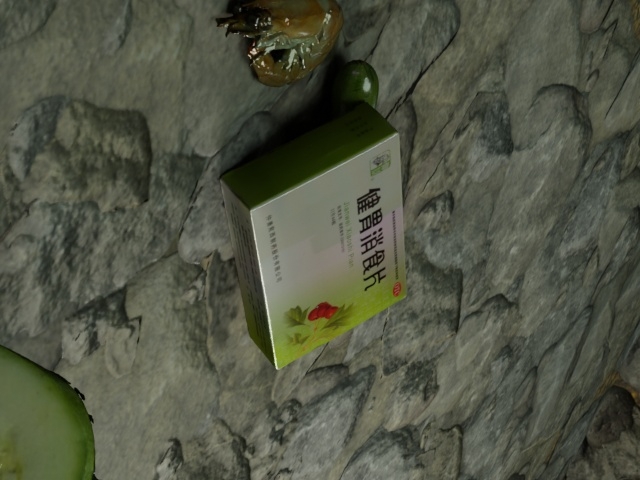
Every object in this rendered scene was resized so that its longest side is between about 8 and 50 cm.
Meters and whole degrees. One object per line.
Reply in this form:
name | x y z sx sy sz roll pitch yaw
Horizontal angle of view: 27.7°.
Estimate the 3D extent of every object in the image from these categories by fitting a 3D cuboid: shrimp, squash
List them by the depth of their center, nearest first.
squash | -0.293 0.145 0.898 0.189 0.189 0.260 -58 154 -5
shrimp | -0.040 -0.186 1.187 0.099 0.041 0.180 -55 157 22
squash | 0.035 -0.114 1.356 0.052 0.052 0.183 -42 149 -32

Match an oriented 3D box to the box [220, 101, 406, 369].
box | 0.000 0.001 1.345 0.175 0.062 0.261 -29 141 -18
